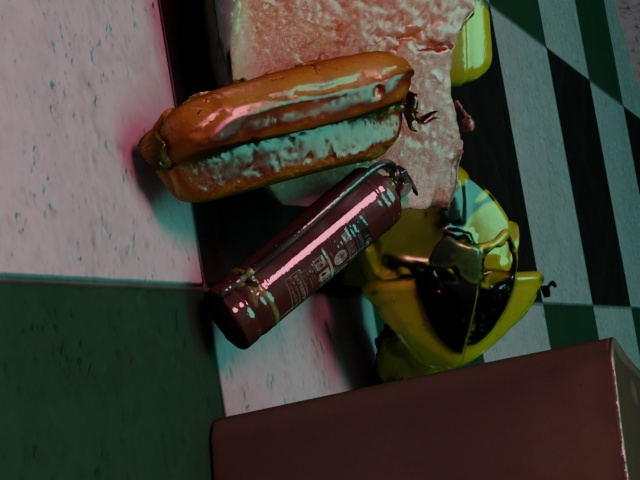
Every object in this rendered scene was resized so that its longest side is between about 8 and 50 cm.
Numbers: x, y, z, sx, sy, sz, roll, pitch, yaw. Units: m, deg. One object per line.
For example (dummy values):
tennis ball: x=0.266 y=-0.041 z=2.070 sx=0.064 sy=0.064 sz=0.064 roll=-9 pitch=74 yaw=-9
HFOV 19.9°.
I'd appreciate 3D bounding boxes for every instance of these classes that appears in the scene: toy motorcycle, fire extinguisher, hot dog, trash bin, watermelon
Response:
toy motorcycle: x=0.067 y=-0.039 z=1.320 sx=0.142 sy=0.206 sz=0.342 roll=-1 pitch=78 yaw=-27
fire extinguisher: x=0.000 y=0.000 z=1.085 sx=0.158 sy=0.043 sz=0.064 roll=-41 pitch=150 yaw=-21
hot dog: x=-0.018 y=-0.070 z=1.047 sx=0.055 sy=0.188 sz=0.072 roll=48 pitch=-40 yaw=36
trash bin: x=0.070 y=0.159 z=1.033 sx=0.122 sy=0.240 sz=0.164 roll=42 pitch=42 yaw=-64
watermelon: x=0.022 y=-0.177 z=1.157 sx=0.224 sy=0.180 sz=0.305 roll=-40 pitch=138 yaw=-77
